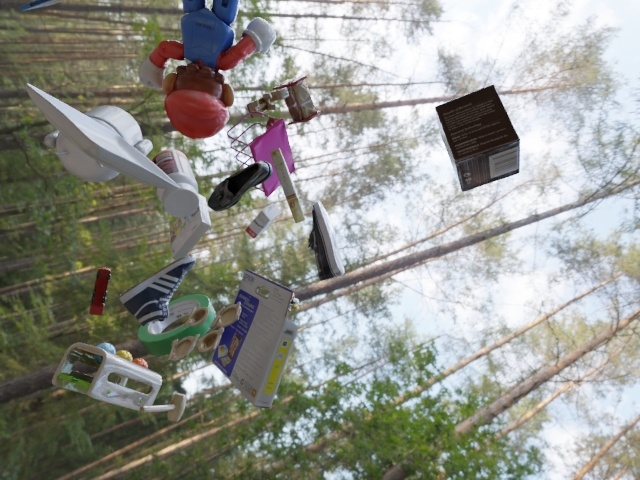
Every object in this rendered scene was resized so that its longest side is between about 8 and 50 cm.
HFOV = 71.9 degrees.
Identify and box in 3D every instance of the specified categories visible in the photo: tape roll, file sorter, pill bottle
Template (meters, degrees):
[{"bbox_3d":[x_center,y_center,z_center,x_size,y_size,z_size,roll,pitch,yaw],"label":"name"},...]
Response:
[{"bbox_3d":[-0.608,0.352,1.879,0.321,0.321,0.077,13,-51,51],"label":"tape roll"},{"bbox_3d":[-0.261,-0.383,1.927,0.182,0.202,0.291,28,-28,26],"label":"file sorter"},{"bbox_3d":[-0.442,-0.175,1.345,0.221,0.121,0.121,-121,-145,-42],"label":"pill bottle"}]

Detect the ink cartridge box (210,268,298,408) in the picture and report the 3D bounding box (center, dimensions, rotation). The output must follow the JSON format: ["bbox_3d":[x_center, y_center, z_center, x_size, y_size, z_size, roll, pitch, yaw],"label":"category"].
[{"bbox_3d":[-0.181,0.260,1.255,0.303,0.072,0.308,15,-98,55],"label":"ink cartridge box"}]

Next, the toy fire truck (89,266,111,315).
[{"bbox_3d":[-0.807,0.188,1.618,0.135,0.047,0.192,12,-90,65],"label":"toy fire truck"}]

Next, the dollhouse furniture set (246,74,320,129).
[{"bbox_3d":[-0.189,-0.622,2.099,0.152,0.374,0.202,5,-53,44],"label":"dollhouse furniture set"}]

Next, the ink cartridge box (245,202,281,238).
[{"bbox_3d":[-0.238,-0.081,1.838,0.056,0.099,0.135,46,-53,0],"label":"ink cartridge box"}]

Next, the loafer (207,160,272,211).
[{"bbox_3d":[-0.291,-0.193,1.511,0.267,0.084,0.096,-33,-98,14],"label":"loafer"}]

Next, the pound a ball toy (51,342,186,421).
[{"bbox_3d":[-0.511,0.380,1.196,0.208,0.136,0.319,9,-26,18],"label":"pound a ball toy"}]

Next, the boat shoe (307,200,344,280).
[{"bbox_3d":[0.000,0.000,1.582,0.102,0.108,0.302,-22,-113,15],"label":"boat shoe"}]

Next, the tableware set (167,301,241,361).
[{"bbox_3d":[-0.249,0.192,0.945,0.168,0.141,0.020,-14,-56,27],"label":"tableware set"}]

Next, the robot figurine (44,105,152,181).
[{"bbox_3d":[-0.702,-0.311,1.413,0.354,0.299,0.200,-100,-165,-61],"label":"robot figurine"}]

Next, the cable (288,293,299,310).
[{"bbox_3d":[-0.166,0.317,2.369,0.287,0.072,0.140,75,-6,-81],"label":"cable"}]

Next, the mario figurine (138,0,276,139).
[{"bbox_3d":[-0.210,-0.348,0.810,0.198,0.170,0.321,24,-69,30],"label":"mario figurine"}]

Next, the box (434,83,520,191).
[{"bbox_3d":[0.436,-0.279,1.227,0.166,0.168,0.203,-19,-120,15],"label":"box"}]

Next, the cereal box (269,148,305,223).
[{"bbox_3d":[-0.124,-0.205,1.675,0.173,0.047,0.240,72,-2,-63],"label":"cereal box"}]

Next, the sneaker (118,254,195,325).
[{"bbox_3d":[-0.525,0.177,1.523,0.153,0.282,0.099,55,-28,-1],"label":"sneaker"}]

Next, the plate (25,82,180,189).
[{"bbox_3d":[-0.496,-0.219,1.014,0.278,0.277,0.045,38,-88,21],"label":"plate"}]

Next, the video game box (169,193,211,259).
[{"bbox_3d":[-0.512,-0.052,1.723,0.205,0.048,0.187,-45,-136,20],"label":"video game box"}]

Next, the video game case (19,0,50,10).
[{"bbox_3d":[-0.801,-0.726,1.329,0.166,0.119,0.015,-5,-56,19],"label":"video game case"}]

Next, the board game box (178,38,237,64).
[{"bbox_3d":[-0.533,-0.927,2.161,0.144,0.275,0.142,-21,-82,31],"label":"board game box"}]
